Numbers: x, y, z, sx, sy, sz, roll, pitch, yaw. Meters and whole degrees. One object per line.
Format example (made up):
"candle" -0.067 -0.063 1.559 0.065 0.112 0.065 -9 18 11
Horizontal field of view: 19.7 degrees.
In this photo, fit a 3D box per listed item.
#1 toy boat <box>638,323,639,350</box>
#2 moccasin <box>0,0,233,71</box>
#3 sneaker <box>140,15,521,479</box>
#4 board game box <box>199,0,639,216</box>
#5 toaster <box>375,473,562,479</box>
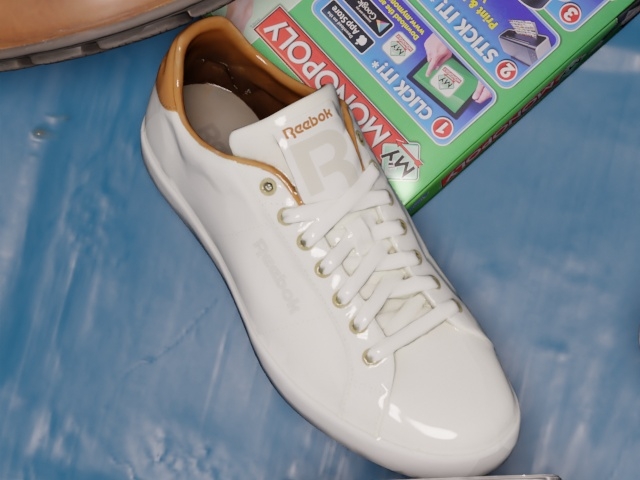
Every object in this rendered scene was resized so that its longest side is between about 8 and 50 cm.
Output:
"toy boat" 0.263 0.159 0.917 0.267 0.148 0.318 -42 56 37
"moccasin" -0.189 -0.172 1.007 0.380 0.139 0.147 -2 108 21
"sneaker" 0.000 0.000 0.968 0.106 0.123 0.290 -32 67 -26
"board game box" 0.016 -0.193 1.072 0.213 0.046 0.317 -42 81 -3
"toaster" 0.053 0.182 0.941 0.186 0.168 0.110 -3 79 4
